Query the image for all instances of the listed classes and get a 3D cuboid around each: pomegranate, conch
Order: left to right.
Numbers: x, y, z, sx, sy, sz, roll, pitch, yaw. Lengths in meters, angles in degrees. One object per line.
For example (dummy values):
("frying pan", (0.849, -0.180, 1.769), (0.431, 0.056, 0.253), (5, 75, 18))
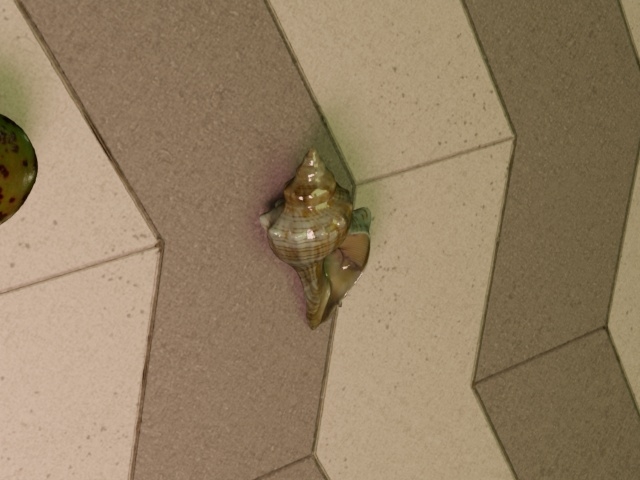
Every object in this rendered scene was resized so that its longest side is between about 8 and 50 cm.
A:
("pomegranate", (-0.514, -0.124, 1.513), (0.211, 0.211, 0.263), (-13, 87, -30))
("conch", (-0.003, -0.011, 1.897), (0.203, 0.169, 0.386), (-11, 144, -8))
